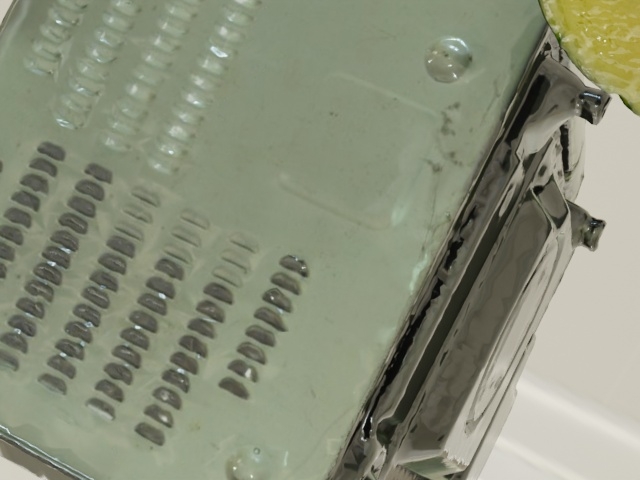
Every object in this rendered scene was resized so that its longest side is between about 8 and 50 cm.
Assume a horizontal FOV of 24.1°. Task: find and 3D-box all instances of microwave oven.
[{"bbox_3d":[0.000,0.000,0.787,0.247,0.333,0.394,24,174,14],"label":"microwave oven"}]

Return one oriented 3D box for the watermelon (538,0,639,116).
[{"bbox_3d":[0.149,-0.062,0.510,0.182,0.075,0.092,21,-165,1],"label":"watermelon"}]
